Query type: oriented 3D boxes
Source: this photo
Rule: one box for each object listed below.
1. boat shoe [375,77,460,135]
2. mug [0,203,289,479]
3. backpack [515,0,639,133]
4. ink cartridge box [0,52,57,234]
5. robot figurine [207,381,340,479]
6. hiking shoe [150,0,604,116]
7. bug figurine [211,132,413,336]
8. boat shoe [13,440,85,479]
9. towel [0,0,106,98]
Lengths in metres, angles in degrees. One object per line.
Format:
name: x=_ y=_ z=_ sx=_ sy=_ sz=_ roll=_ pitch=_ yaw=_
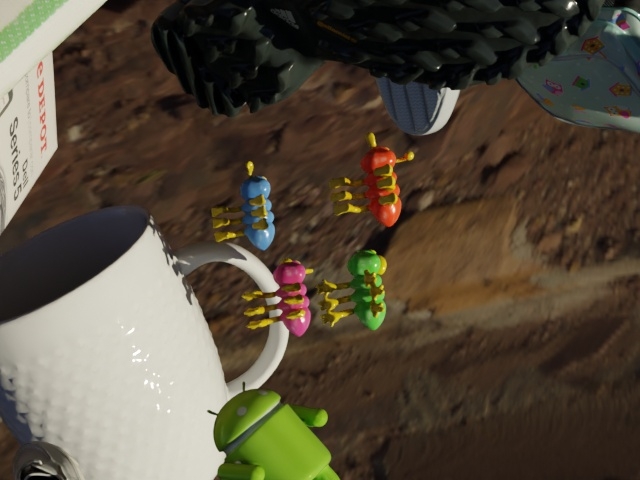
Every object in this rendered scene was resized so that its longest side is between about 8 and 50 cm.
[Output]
boat shoe: x=0.121 y=-0.263 z=1.511 sx=0.109 sy=0.094 sz=0.302 roll=12 pitch=109 yaw=39
mug: x=-0.216 y=0.142 z=1.768 sx=0.374 sy=0.276 sz=0.328 roll=-28 pitch=111 yaw=-7
backpack: x=0.245 y=-0.182 z=1.285 sx=0.166 sy=0.188 sz=0.144 roll=36 pitch=81 yaw=-40
ink cartridge box: x=-0.291 y=-0.069 z=1.015 sx=0.115 sy=0.273 sz=0.198 roll=15 pitch=136 yaw=7
robot figurine: x=-0.038 y=0.167 z=1.145 sx=0.115 sy=0.101 sz=0.067 roll=48 pitch=137 yaw=5
hiking shoe: x=0.033 y=-0.163 z=0.848 sx=0.304 sy=0.132 sz=0.113 roll=-2 pitch=139 yaw=37
bug figurine: x=0.000 y=0.000 z=1.646 sx=0.279 sy=0.072 sz=0.216 roll=-10 pitch=83 yaw=40
boat shoe: x=-0.275 y=0.251 z=1.446 sx=0.066 sy=0.184 sz=0.063 roll=-37 pitch=129 yaw=-1
towel: x=-0.202 y=-0.197 z=0.532 sx=0.248 sy=0.038 sz=0.325 roll=-45 pitch=113 yaw=-2
